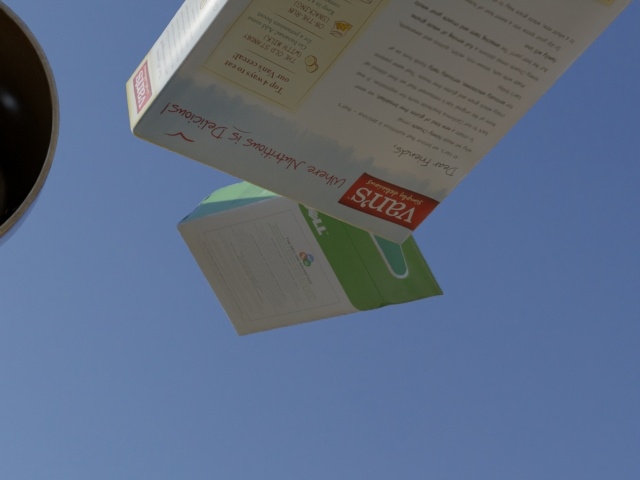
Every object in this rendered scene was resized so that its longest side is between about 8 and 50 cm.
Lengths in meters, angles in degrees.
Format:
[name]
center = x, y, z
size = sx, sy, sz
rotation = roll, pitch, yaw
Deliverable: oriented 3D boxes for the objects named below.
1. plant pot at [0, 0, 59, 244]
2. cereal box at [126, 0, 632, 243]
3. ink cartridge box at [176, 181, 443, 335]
[plant pot]
center = -0.328, -0.068, 1.129
size = 0.237, 0.237, 0.254
rotation = 13, -12, -4
[cereal box]
center = 0.041, -0.113, 0.648
size = 0.173, 0.047, 0.240
rotation = 23, -55, -32
[ink cartridge box]
center = 0.000, 0.000, 1.045
size = 0.209, 0.062, 0.109
rotation = -14, -69, 40
